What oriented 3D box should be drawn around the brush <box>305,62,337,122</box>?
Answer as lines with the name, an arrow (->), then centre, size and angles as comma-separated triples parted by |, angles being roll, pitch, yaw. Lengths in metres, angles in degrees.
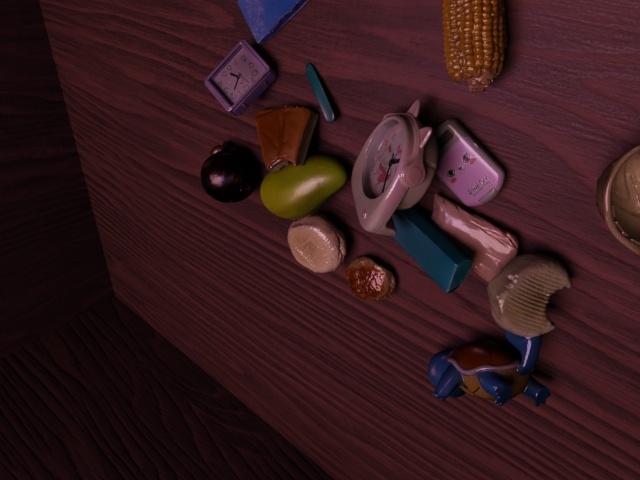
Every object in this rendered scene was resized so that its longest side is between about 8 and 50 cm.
brush -> 0.005, -0.442, 1.327 | 0.043, 0.032, 0.194 | -27, 84, 52

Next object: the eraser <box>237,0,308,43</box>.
eraser -> -0.114, -0.706, 1.254 | 0.311, 0.042, 0.144 | -20, 100, 47

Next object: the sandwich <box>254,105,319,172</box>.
sandwich -> -0.140, -0.320, 1.416 | 0.244, 0.063, 0.212 | 10, 80, 38

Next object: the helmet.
helmet -> 0.648, -0.077, 0.884 | 0.204, 0.137, 0.258 | -39, 96, 10

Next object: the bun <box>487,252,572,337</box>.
bun -> 0.522, 0.134, 1.124 | 0.203, 0.126, 0.212 | 42, 97, -13

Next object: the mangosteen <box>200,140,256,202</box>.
mangosteen -> -0.345, -0.264, 1.650 | 0.211, 0.211, 0.250 | -37, 58, 48

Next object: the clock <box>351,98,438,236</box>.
clock -> 0.198, -0.193, 1.157 | 0.108, 0.266, 0.324 | 13, 136, -20

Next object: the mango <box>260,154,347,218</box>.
mango -> -0.055, -0.177, 1.445 | 0.342, 0.155, 0.193 | -13, 84, 40

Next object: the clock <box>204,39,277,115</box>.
clock -> -0.254, -0.513, 1.412 | 0.193, 0.073, 0.145 | -43, 81, 12

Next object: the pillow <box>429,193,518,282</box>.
pillow -> 0.402, 0.003, 1.211 | 0.270, 0.067, 0.174 | 33, 133, 25

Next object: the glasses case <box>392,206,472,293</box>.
glasses case -> 0.289, 0.001, 1.237 | 0.301, 0.070, 0.117 | 50, 151, 37

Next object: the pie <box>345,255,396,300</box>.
pie -> 0.164, 0.130, 1.506 | 0.193, 0.078, 0.163 | -13, 101, 48

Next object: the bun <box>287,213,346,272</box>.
bun -> 0.000, 0.000, 1.531 | 0.220, 0.134, 0.221 | 19, 129, 25

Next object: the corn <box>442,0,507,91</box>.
corn -> 0.319, -0.490, 0.932 | 0.130, 0.130, 0.348 | 6, 116, 40

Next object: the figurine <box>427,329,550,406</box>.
figurine -> 0.478, 0.380, 1.272 | 0.416, 0.297, 0.243 | -50, 47, 44

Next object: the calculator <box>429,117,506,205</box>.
calculator -> 0.360, -0.200, 1.138 | 0.246, 0.045, 0.141 | 50, 138, 8
